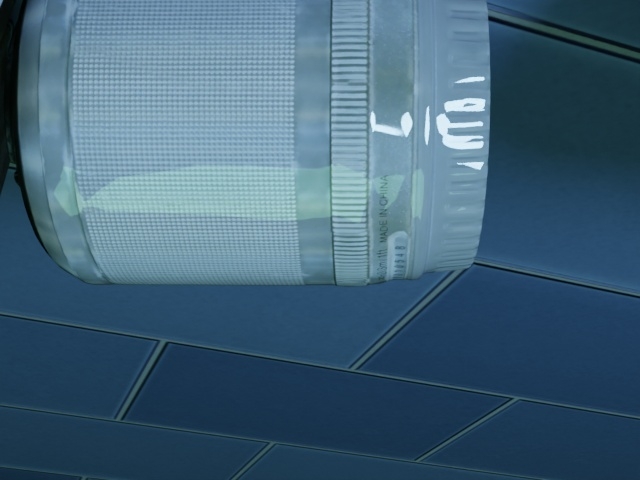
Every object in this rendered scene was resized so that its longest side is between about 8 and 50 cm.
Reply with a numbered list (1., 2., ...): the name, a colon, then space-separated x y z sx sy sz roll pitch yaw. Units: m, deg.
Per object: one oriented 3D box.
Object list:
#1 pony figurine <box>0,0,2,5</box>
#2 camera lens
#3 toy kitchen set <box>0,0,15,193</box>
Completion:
1. pony figurine: -0.153 -0.166 0.276 0.303 0.363 0.351 30 -176 -1
2. camera lens: -0.042 -0.080 0.623 0.274 0.219 0.219 1 151 2
3. toy kitchen set: -0.306 -0.128 0.697 0.166 0.122 0.207 9 130 -12
